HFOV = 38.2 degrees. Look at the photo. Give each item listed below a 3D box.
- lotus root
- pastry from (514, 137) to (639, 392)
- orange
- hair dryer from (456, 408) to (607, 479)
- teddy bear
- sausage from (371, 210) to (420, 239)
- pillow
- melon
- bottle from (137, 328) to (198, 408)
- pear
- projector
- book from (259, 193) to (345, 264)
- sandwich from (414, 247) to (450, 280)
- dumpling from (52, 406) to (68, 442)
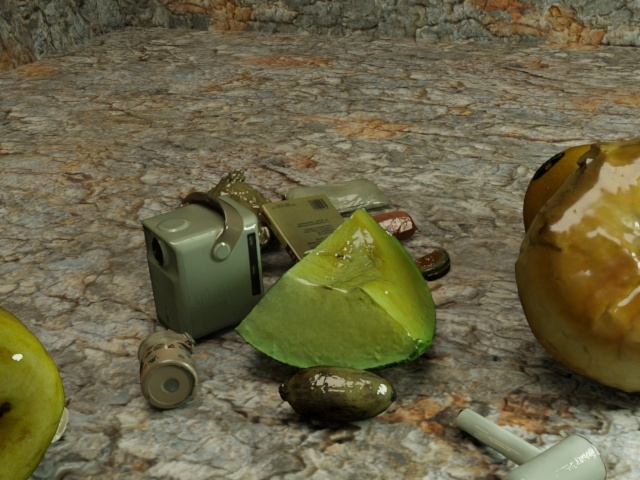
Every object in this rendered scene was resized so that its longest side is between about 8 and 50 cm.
[{"bbox_3d":[0.025,0.234,1.395,0.179,0.089,0.081,3,63,10],"label":"lotus root"},{"bbox_3d":[0.499,0.040,1.427,0.409,0.245,0.410,-4,70,10],"label":"pastry"},{"bbox_3d":[0.506,-0.049,1.701,0.274,0.274,0.274,-4,25,2],"label":"orange"},{"bbox_3d":[0.257,0.287,1.266,0.131,0.073,0.236,-20,27,-26],"label":"hair dryer"},{"bbox_3d":[-0.185,-0.036,1.917,0.267,0.156,0.256,-2,27,2],"label":"teddy bear"},{"bbox_3d":[0.128,-0.022,1.937,0.169,0.065,0.065,-15,27,-16],"label":"sausage"},{"bbox_3d":[0.033,-0.098,2.132,0.229,0.050,0.148,-12,33,-14],"label":"pillow"},{"bbox_3d":[0.053,0.076,1.586,0.331,0.226,0.343,-6,11,23],"label":"melon"},{"bbox_3d":[-0.250,0.198,1.508,0.098,0.099,0.152,-9,22,-9],"label":"bottle"},{"bbox_3d":[-0.517,0.229,1.260,0.303,0.304,0.304,-4,25,2],"label":"pear"},{"bbox_3d":[-0.210,0.037,1.665,0.177,0.243,0.163,-19,31,-30],"label":"projector"},{"bbox_3d":[0.000,0.000,1.825,0.161,0.026,0.231,-10,48,-33],"label":"book"},{"bbox_3d":[0.220,0.046,1.819,0.069,0.026,0.101,20,35,39],"label":"sandwich"},{"bbox_3d":[-0.421,0.288,1.411,0.077,0.043,0.059,-9,38,-46],"label":"dumpling"}]
